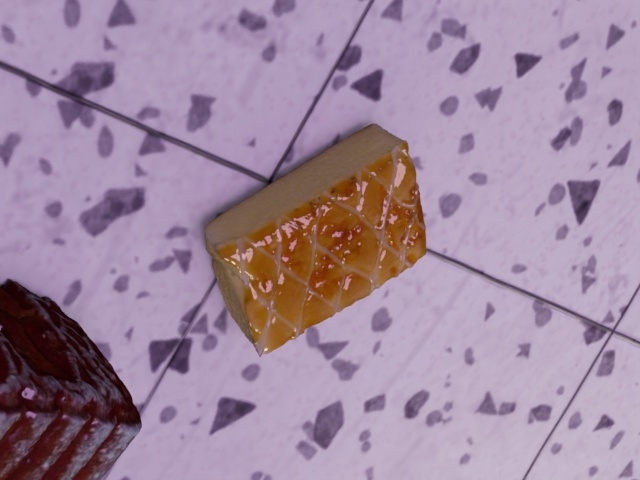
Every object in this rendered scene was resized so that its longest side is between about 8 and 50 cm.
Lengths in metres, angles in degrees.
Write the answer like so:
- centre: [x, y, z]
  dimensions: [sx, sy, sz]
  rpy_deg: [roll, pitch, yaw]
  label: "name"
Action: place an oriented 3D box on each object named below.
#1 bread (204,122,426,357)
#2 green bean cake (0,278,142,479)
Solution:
- centre: [-0.001, 0.001, 1.412]
  dimensions: [0.188, 0.068, 0.125]
  rpy_deg: [-31, 130, -18]
  label: "bread"
- centre: [-0.251, 0.093, 1.246]
  dimensions: [0.097, 0.198, 0.233]
  rpy_deg: [-50, 149, 10]
  label: "green bean cake"
